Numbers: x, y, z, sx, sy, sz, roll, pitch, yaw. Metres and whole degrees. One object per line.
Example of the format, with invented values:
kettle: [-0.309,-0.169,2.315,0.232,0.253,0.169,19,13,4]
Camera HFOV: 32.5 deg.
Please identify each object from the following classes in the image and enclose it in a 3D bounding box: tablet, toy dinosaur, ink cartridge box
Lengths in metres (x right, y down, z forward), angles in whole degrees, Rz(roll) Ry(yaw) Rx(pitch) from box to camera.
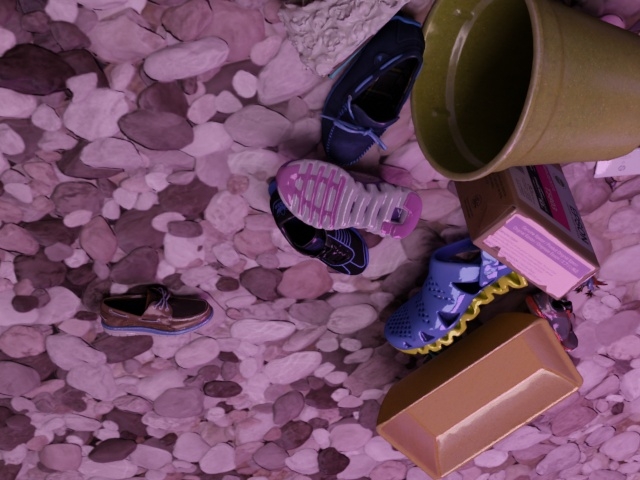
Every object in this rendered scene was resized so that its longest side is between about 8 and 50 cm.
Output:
tablet: [0.470,-0.121,1.708,0.083,0.006,0.054,-5,134,-4]
toy dinosaur: [0.444,0.056,1.862,0.090,0.047,0.082,-29,130,-28]
ink cartridge box: [0.286,-0.056,1.581,0.193,0.234,0.088,30,123,-32]

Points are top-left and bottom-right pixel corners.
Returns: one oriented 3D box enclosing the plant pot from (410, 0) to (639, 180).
plant pot: [0.298,-0.205,1.451,0.254,0.276,0.276,4,133,-28]

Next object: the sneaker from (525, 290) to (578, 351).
sneaker: [0.419,0.137,1.908,0.065,0.061,0.158,-36,129,15]

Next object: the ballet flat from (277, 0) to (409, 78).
ballet flat: [0.108,-0.358,1.350,0.409,0.147,0.147,-35,128,23]

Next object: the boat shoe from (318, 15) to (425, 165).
boat shoe: [0.063,-0.191,1.514,0.109,0.089,0.258,5,138,-17]

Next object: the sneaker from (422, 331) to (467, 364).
sneaker: [0.213,0.195,1.910,0.076,0.065,0.166,-22,134,-18]

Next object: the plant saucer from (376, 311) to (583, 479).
plant saucer: [0.272,0.260,1.916,0.333,0.081,0.333,-35,144,6]

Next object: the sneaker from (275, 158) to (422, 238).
sneaker: [0.030,-0.068,1.617,0.236,0.104,0.095,14,105,-30]

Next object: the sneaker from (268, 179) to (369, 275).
sneaker: [0.000,0.000,1.688,0.081,0.090,0.232,-33,129,20]

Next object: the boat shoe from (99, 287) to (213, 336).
boat shoe: [-0.266,0.114,1.769,0.183,0.066,0.066,-7,132,-3]

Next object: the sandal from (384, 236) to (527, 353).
sandal: [0.218,0.058,1.768,0.317,0.126,0.138,-41,123,16]
